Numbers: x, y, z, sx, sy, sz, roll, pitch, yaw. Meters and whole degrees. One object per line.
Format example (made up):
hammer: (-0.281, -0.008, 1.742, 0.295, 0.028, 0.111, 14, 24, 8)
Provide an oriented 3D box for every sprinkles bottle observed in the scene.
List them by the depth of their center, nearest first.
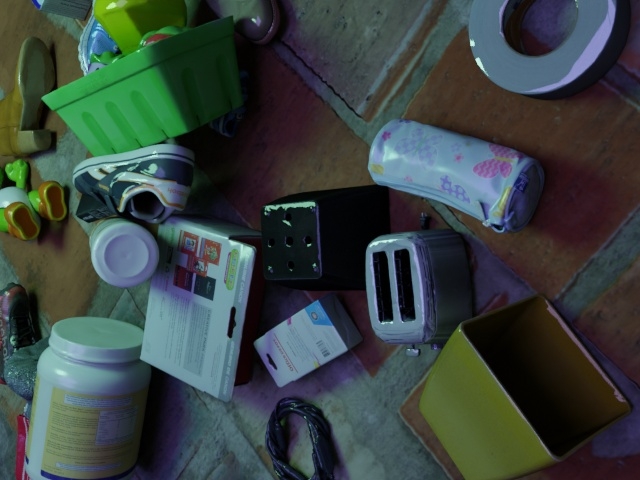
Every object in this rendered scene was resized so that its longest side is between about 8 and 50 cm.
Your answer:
sprinkles bottle: (-0.406, 0.015, 1.552, 0.355, 0.121, 0.121, -167, 79, -72)

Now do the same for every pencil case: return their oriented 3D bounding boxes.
pencil case: (0.207, -0.103, 1.188, 0.273, 0.113, 0.124, 26, 85, 35)

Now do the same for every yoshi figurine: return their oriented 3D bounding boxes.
yoshi figurine: (-0.817, -0.122, 1.944, 0.362, 0.203, 0.203, 11, 82, 39)

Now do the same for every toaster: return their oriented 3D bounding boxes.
toaster: (0.156, 0.066, 1.213, 0.129, 0.146, 0.227, -5, 88, 37)

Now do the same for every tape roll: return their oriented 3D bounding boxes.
tape roll: (0.331, -0.319, 1.115, 0.219, 0.072, 0.219, 1, 91, 38)

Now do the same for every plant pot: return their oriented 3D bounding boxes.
plant pot: (0.270, 0.232, 1.104, 0.212, 0.212, 0.187, 56, 134, 22)
plant pot: (0.000, 0.000, 1.319, 0.188, 0.167, 0.187, -3, 90, 37)

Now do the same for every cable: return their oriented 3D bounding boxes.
cable: (-0.043, 0.388, 1.444, 0.150, 0.047, 0.184, -30, 75, 39)

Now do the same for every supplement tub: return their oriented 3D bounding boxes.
supplement tub: (-0.502, 0.355, 1.667, 0.241, 0.241, 0.331, 19, 102, 36)

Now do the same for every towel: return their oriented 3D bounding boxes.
towel: (-0.695, 0.566, 1.954, 0.275, 0.031, 0.199, 9, 97, 37)

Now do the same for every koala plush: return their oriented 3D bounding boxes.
koala plush: (-0.651, 0.372, 1.830, 0.196, 0.203, 0.221, 20, 115, 36)

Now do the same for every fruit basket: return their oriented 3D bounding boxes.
fruit basket: (-0.350, -0.374, 1.462, 0.392, 0.283, 0.392, 18, 126, 28)

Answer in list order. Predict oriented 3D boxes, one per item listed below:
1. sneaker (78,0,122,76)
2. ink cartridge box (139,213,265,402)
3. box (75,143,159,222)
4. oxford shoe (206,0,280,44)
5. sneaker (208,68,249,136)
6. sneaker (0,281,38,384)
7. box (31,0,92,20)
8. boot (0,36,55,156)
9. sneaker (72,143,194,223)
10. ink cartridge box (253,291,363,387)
sneaker: (-0.433, -0.465, 1.666, 0.147, 0.130, 0.330, 6, 95, 40)
ink cartridge box: (-0.204, 0.125, 1.500, 0.272, 0.130, 0.309, 18, 102, 38)
box: (-0.448, -0.142, 1.689, 0.191, 0.045, 0.184, -12, 54, 36)
oxford shoe: (-0.208, -0.508, 1.488, 0.348, 0.130, 0.123, 51, 119, 25)
sneaker: (-0.170, -0.271, 1.517, 0.059, 0.053, 0.144, 44, 124, 27)
sneaker: (-0.774, 0.249, 1.965, 0.135, 0.098, 0.276, 12, 100, 37)
box: (-0.595, -0.602, 1.786, 0.072, 0.126, 0.137, 47, 117, 26)
boot: (-0.776, -0.361, 1.947, 0.211, 0.104, 0.295, 4, 98, 37)
sneaker: (-0.379, -0.098, 1.490, 0.321, 0.126, 0.127, -7, 75, 40)
ink cartridge box: (-0.026, 0.184, 1.396, 0.181, 0.061, 0.104, -34, 84, 32)
